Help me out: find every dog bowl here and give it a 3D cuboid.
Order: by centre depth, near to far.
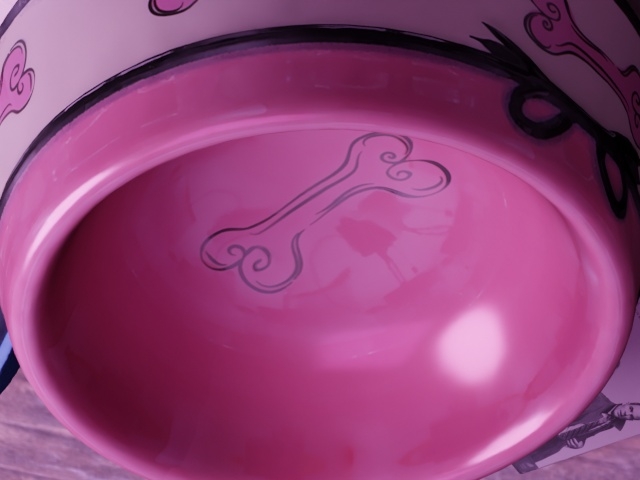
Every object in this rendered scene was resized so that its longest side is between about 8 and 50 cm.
[{"bbox_3d":[0.000,0.000,1.017,0.408,0.150,0.408,0,137,0],"label":"dog bowl"}]

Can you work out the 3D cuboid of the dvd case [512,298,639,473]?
[{"bbox_3d":[0.187,0.051,1.184,0.239,0.029,0.179,-24,113,30],"label":"dvd case"}]

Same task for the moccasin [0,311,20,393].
[{"bbox_3d":[-0.225,-0.007,1.211,0.117,0.137,0.342,32,127,0],"label":"moccasin"}]

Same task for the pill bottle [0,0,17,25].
[{"bbox_3d":[-0.131,-0.253,0.985,0.169,0.169,0.301,10,126,11],"label":"pill bottle"}]
